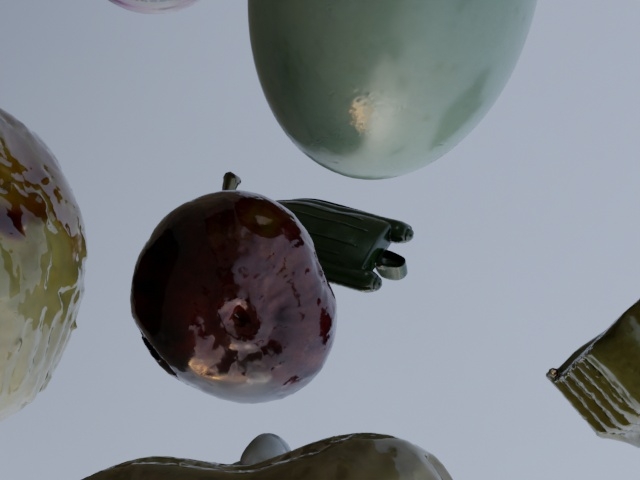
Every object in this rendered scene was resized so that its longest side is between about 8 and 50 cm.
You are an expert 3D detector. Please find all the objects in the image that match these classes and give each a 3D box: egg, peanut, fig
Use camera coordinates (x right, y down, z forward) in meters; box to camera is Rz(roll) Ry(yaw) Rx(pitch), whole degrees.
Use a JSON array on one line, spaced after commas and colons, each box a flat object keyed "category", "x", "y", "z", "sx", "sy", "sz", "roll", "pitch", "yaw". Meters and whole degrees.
[{"category": "egg", "x": 0.070, "y": -0.248, "z": 1.877, "sx": 0.276, "sy": 0.276, "sz": 0.389, "roll": -131, "pitch": -127, "yaw": -74}, {"category": "peanut", "x": -0.049, "y": 0.172, "z": 1.068, "sx": 0.123, "sy": 0.257, "sz": 0.123, "roll": -9, "pitch": 90, "yaw": -86}, {"category": "fig", "x": -0.090, "y": 0.051, "z": 1.883, "sx": 0.186, "sy": 0.204, "sz": 0.249, "roll": -41, "pitch": -168, "yaw": -6}]

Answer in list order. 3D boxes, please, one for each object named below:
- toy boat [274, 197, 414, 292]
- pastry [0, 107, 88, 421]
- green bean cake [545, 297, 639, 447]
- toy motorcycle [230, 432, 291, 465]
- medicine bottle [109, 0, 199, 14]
[{"category": "toy boat", "x": 0.000, "y": 0.000, "z": 2.129, "sx": 0.104, "sy": 0.210, "sz": 0.052, "roll": -58, "pitch": 146, "yaw": -30}, {"category": "pastry", "x": -0.399, "y": 0.000, "z": 1.818, "sx": 0.388, "sy": 0.388, "sz": 0.312, "roll": -126, "pitch": -136, "yaw": -73}, {"category": "green bean cake", "x": 0.365, "y": 0.097, "z": 1.995, "sx": 0.233, "sy": 0.124, "sz": 0.236, "roll": -39, "pitch": 172, "yaw": -13}, {"category": "toy motorcycle", "x": -0.038, "y": 0.206, "z": 1.316, "sx": 0.229, "sy": 0.074, "sz": 0.151, "roll": -17, "pitch": -96, "yaw": 36}, {"category": "medicine bottle", "x": -0.146, "y": -0.305, "z": 1.708, "sx": 0.254, "sy": 0.152, "sz": 0.152, "roll": 107, "pitch": 2, "yaw": -77}]
